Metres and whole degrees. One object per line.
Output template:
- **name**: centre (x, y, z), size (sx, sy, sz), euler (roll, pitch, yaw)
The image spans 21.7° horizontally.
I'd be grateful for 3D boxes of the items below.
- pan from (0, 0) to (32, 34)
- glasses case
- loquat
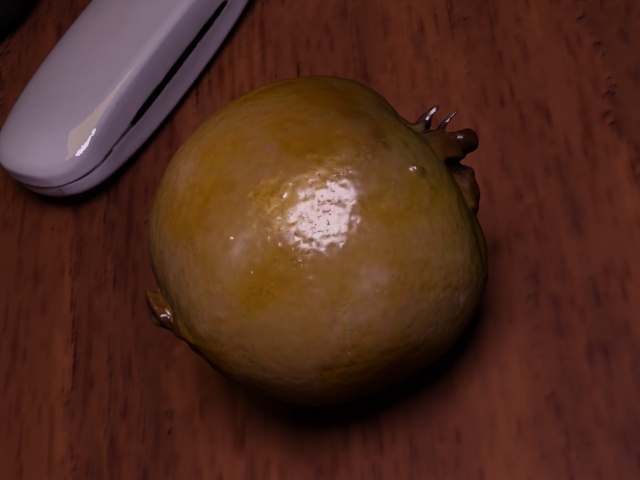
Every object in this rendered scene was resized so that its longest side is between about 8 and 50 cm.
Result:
- **pan**: centre (-0.263, -0.142, 1.082), size (0.202, 0.048, 0.128), euler (-35, 41, -5)
- **glasses case**: centre (-0.107, -0.108, 0.957), size (0.081, 0.051, 0.204), euler (16, 61, 40)
- **loquat**: centre (0.000, 0.000, 0.734), size (0.163, 0.137, 0.163), euler (-23, 27, 13)
